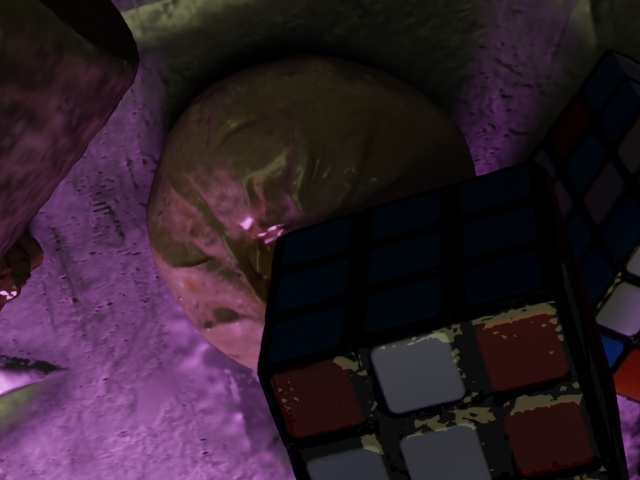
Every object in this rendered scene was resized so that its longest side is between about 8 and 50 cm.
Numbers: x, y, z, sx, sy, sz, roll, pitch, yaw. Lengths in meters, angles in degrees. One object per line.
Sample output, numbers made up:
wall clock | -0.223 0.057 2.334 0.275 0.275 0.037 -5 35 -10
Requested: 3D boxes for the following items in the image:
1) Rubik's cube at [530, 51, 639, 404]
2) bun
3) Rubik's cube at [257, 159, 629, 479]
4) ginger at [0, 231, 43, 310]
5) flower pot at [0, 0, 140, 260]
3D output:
Rubik's cube | 0.216 0.003 1.170 0.154 0.155 0.151 21 117 -24
bun | 0.000 0.000 1.140 0.222 0.127 0.222 -6 126 -8
Rubik's cube | 0.068 0.075 1.021 0.162 0.160 0.163 -14 115 10
ginger | -0.280 0.094 1.165 0.290 0.122 0.084 -41 90 19
flower pot | -0.277 -0.055 0.954 0.330 0.293 0.293 -41 122 11
